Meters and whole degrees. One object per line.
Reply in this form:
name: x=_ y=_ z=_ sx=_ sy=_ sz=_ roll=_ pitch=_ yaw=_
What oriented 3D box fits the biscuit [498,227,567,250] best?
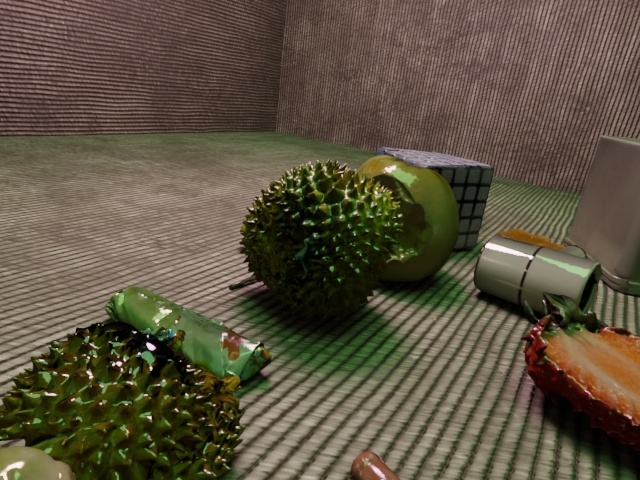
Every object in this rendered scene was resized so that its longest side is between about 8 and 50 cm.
biscuit: x=0.616 y=0.024 z=1.219 sx=0.166 sy=0.036 sz=0.226 roll=-11 pitch=30 yaw=-41

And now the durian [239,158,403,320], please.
durian: x=0.000 y=0.002 z=0.728 sx=0.292 sy=0.290 sz=0.224 roll=11 pitch=16 yaw=9

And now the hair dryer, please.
hair dryer: x=0.507 y=0.059 z=0.941 sx=0.362 sy=0.127 sz=0.203 roll=-10 pitch=22 yaw=-44

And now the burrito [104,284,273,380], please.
burrito: x=-0.204 y=0.130 z=0.597 sx=0.288 sy=0.054 sz=0.104 roll=19 pitch=24 yaw=26

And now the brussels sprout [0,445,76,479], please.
brussels sprout: x=-0.232 y=0.207 z=0.239 sx=0.184 sy=0.131 sz=0.145 roll=-16 pitch=16 yaw=-9

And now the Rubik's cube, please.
Rubik's cube: x=0.285 y=-0.113 z=1.184 sx=0.239 sy=0.237 sz=0.237 roll=-3 pitch=23 yaw=-26

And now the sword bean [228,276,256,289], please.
sword bean: x=-0.139 y=0.077 z=0.824 sx=0.012 sy=0.012 sz=0.083 roll=23 pitch=25 yaw=37

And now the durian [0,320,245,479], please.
durian: x=-0.172 y=0.153 z=0.414 sx=0.194 sy=0.137 sz=0.237 roll=21 pitch=23 yaw=34

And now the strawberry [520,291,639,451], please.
strawberry: x=0.375 y=0.193 z=0.569 sx=0.189 sy=0.106 sz=0.286 roll=-5 pitch=35 yaw=-20

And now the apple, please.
apple: x=0.166 y=-0.041 z=0.939 sx=0.280 sy=0.278 sz=0.279 roll=7 pitch=20 yaw=-2

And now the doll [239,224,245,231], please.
doll: x=-0.076 y=-0.005 z=0.962 sx=0.210 sy=0.097 sz=0.137 roll=29 pitch=23 yaw=36

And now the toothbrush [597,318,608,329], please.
toothbrush: x=0.531 y=0.159 z=0.838 sx=0.017 sy=0.014 sz=0.194 roll=0 pitch=21 yaw=-12

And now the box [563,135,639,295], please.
box: x=0.811 y=-0.077 z=1.117 sx=0.178 sy=0.343 sz=0.352 roll=7 pitch=20 yaw=7

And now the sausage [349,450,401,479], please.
sausage: x=0.086 y=0.250 z=0.387 sx=0.042 sy=0.036 sz=0.158 roll=-22 pitch=34 yaw=-34
